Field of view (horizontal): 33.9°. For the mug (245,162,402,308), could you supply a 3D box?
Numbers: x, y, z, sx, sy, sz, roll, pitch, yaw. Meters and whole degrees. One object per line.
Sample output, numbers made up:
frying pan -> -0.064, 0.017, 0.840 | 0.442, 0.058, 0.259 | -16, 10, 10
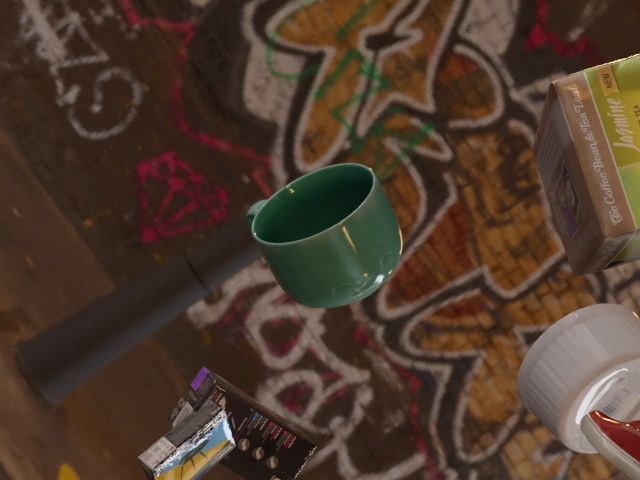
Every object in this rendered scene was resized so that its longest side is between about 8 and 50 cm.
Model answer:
mug -> 0.009, -0.003, 1.007 | 0.097, 0.129, 0.157 | 62, -2, -27

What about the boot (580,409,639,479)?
boot -> 0.470, 0.251, 1.422 | 0.088, 0.176, 0.244 | 32, 3, -27

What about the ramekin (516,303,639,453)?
ramekin -> 0.521, 0.267, 1.967 | 0.277, 0.277, 0.135 | 56, 1, -40

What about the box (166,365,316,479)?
box -> -0.170, 0.409, 2.243 | 0.270, 0.143, 0.165 | 35, -5, -15

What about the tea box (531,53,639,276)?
tea box -> 0.476, -0.113, 1.407 | 0.329, 0.324, 0.219 | 58, 15, -78

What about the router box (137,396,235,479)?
router box -> -0.247, 0.396, 1.968 | 0.046, 0.179, 0.133 | 32, -32, 33
